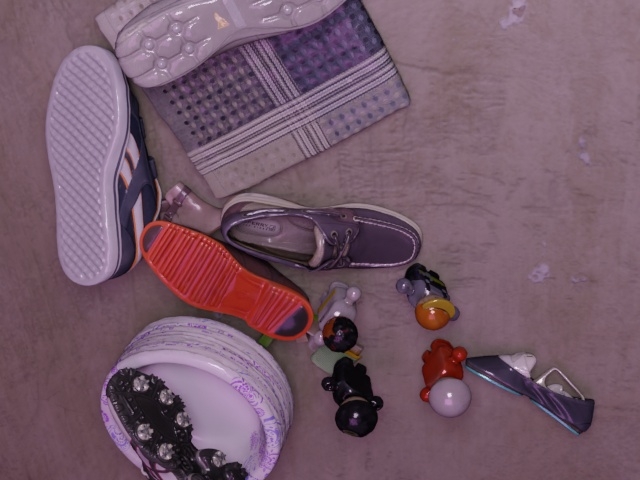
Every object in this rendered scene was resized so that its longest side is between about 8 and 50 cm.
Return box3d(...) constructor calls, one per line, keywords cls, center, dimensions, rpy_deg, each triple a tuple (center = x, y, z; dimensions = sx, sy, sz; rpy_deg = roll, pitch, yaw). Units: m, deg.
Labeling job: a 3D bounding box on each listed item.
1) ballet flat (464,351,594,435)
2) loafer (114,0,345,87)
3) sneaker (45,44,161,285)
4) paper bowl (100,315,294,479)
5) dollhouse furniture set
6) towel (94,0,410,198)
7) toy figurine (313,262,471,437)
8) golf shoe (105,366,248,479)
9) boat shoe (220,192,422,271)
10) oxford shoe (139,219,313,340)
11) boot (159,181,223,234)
box3d(cls="ballet flat", center=(0.311, 0.206, 1.336), dimensions=(0.203, 0.074, 0.074), rpy_deg=(31, 120, 2))
box3d(cls="loafer", center=(-0.095, -0.285, 1.079), dimensions=(0.319, 0.111, 0.112), rpy_deg=(-22, 121, 2))
box3d(cls="sneaker", center=(-0.298, -0.106, 1.273), dimensions=(0.126, 0.127, 0.321), rpy_deg=(9, 101, 22))
box3d(cls="paper bowl", center=(-0.180, 0.240, 1.405), dimensions=(0.284, 0.148, 0.284), rpy_deg=(7, 123, 11))
box3d(cls="dollhouse furniture set", center=(-0.013, 0.162, 1.383), dimensions=(0.152, 0.058, 0.076), rpy_deg=(33, 120, -6))
box3d(cls="towel", center=(-0.088, -0.241, 1.195), dimensions=(0.324, 0.056, 0.312), rpy_deg=(-24, 113, 21))
box3d(cls="toy figurine", center=(0.099, 0.154, 1.281), dimensions=(0.213, 0.148, 0.209), rpy_deg=(-10, 116, 3))
box3d(cls="golf shoe", center=(-0.229, 0.302, 1.311), dimensions=(0.120, 0.105, 0.273), rpy_deg=(-24, 112, 35))
box3d(cls="boat shoe", center=(0.000, 0.000, 1.261), dimensions=(0.285, 0.092, 0.103), rpy_deg=(10, 116, -3))
box3d(cls="oxford shoe", center=(-0.136, 0.050, 1.314), dimensions=(0.271, 0.098, 0.097), rpy_deg=(33, 105, -15))
box3d(cls="boot", center=(-0.180, -0.047, 1.320), dimensions=(0.118, 0.042, 0.087), rpy_deg=(-32, 100, 18))
